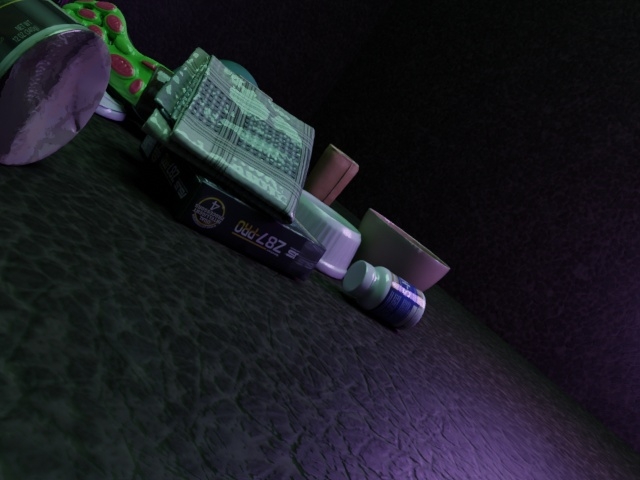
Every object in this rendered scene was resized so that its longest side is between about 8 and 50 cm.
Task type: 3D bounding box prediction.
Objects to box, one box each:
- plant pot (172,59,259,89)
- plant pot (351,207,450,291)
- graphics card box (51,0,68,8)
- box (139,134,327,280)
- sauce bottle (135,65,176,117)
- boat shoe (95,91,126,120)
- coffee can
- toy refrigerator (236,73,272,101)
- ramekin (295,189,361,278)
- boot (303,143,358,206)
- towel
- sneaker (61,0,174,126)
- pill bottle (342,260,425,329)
[{"bbox_3d":[-0.363,-0.421,1.736,0.293,0.293,0.235,38,21,8],"label":"plant pot"},{"bbox_3d":[0.195,0.066,1.585,0.284,0.191,0.284,36,9,-6],"label":"plant pot"},{"bbox_3d":[-0.783,-0.778,1.622,0.094,0.371,0.233,34,7,-15],"label":"graphics card box"},{"bbox_3d":[-0.199,-0.097,1.195,0.318,0.097,0.395,27,11,-37],"label":"box"},{"bbox_3d":[-0.210,-0.227,1.173,0.344,0.111,0.111,31,10,-23],"label":"sauce bottle"},{"bbox_3d":[-0.537,-0.357,1.273,0.095,0.084,0.258,40,8,29],"label":"boat shoe"},{"bbox_3d":[-0.438,-0.255,0.695,0.275,0.201,0.201,37,8,3],"label":"coffee can"},{"bbox_3d":[-0.243,-0.277,1.408,0.102,0.269,0.094,33,8,-21],"label":"toy refrigerator"},{"bbox_3d":[-0.014,-0.029,1.469,0.273,0.127,0.273,35,8,-6],"label":"ramekin"},{"bbox_3d":[0.030,-0.126,1.691,0.236,0.269,0.089,27,14,-46],"label":"boot"},{"bbox_3d":[-0.154,-0.220,1.088,0.324,0.056,0.312,33,42,-19],"label":"towel"},{"bbox_3d":[-0.526,-0.435,1.451,0.483,0.185,0.202,49,-30,11],"label":"sneaker"},{"bbox_3d":[0.149,0.127,1.330,0.186,0.112,0.112,32,9,-26],"label":"pill bottle"}]
